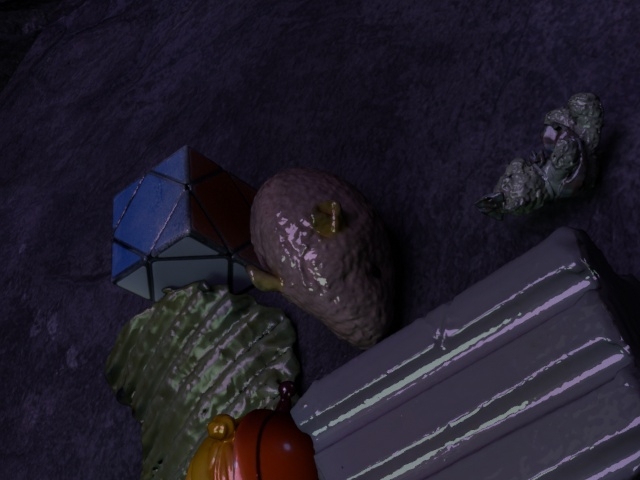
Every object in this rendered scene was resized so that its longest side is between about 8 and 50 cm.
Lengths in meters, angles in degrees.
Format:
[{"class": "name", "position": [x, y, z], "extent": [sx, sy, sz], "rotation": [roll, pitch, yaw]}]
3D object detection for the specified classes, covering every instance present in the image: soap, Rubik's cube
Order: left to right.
[{"class": "Rubik's cube", "position": [-0.238, -0.008, 1.667], "extent": [0.205, 0.207, 0.205], "rotation": [-30, 50, 27]}, {"class": "soap", "position": [0.214, 0.244, 1.073], "extent": [0.435, 0.213, 0.350], "rotation": [-37, 42, 22]}]

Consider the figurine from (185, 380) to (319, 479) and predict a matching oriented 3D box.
[{"class": "figurine", "position": [-0.059, 0.361, 1.203], "extent": [0.196, 0.320, 0.323], "rotation": [-26, 67, 6]}]

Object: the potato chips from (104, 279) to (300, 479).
[{"class": "potato chips", "position": [-0.206, 0.253, 1.554], "extent": [0.389, 0.097, 0.373], "rotation": [-35, 58, 22]}]

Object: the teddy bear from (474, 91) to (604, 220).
[{"class": "teddy bear", "position": [0.316, -0.093, 1.262], "extent": [0.213, 0.111, 0.133], "rotation": [-49, -1, -5]}]

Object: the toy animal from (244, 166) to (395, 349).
[{"class": "toy animal", "position": [-0.003, -0.005, 1.419], "extent": [0.188, 0.226, 0.358], "rotation": [-44, 43, 15]}]
